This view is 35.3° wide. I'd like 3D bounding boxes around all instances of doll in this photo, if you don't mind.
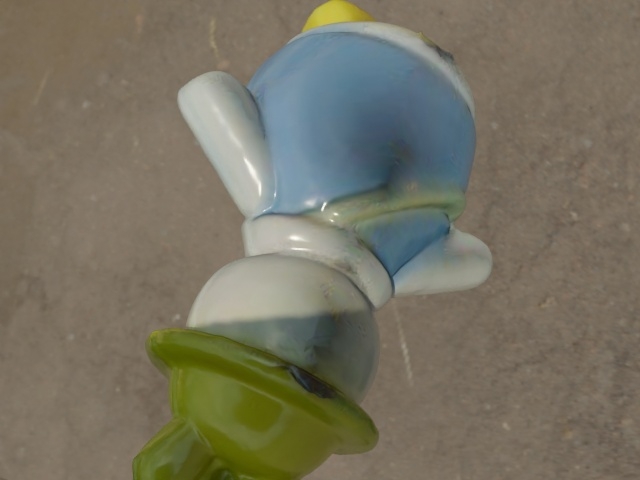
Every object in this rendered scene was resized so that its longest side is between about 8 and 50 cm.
[{"bbox_3d":[-0.001,0.000,0.405,0.098,0.135,0.241,3,56,32],"label":"doll"}]

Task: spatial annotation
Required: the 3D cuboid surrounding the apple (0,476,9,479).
[{"bbox_3d":[-0.246,0.347,0.467,0.473,0.473,0.474,-11,71,35],"label":"apple"}]
